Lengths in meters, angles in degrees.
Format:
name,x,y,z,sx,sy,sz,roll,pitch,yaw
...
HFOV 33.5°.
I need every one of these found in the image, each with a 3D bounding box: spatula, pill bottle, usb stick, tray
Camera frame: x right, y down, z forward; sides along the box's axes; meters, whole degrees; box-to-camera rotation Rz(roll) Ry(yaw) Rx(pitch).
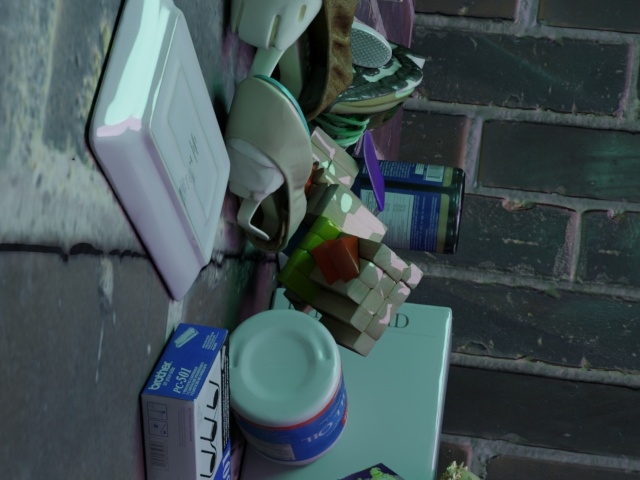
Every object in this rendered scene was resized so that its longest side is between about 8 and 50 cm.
name,x,y,z,sx,sy,sz,roll,pitch,yaw
spatula,0.067,-0.007,1.388,0.084,0.030,0.297,-83,174,-54
pill bottle,0.088,-0.052,1.483,0.123,0.219,0.123,7,90,-82
usb stick,0.063,-0.158,1.861,0.278,0.045,0.077,21,75,-82
tray,-0.104,-0.067,0.770,0.270,0.030,0.145,80,19,-65
pill bottle,-0.033,0.168,1.135,0.221,0.124,0.124,80,18,-64

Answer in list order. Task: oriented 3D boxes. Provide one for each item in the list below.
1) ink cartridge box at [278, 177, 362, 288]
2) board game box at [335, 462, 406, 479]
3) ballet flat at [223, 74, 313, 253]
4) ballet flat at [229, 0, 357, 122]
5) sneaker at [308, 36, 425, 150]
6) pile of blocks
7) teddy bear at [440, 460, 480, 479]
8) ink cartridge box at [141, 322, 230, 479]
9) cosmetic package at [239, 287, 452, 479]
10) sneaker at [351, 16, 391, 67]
name,x,y,z,sx,sy,sz,roll,pitch,yaw
ink cartridge box,0.000,0.000,1.360,0.092,0.089,0.143,84,15,-58
board game box,-0.036,0.389,1.002,0.208,0.056,0.347,-11,122,-49
ballet flat,-0.053,-0.058,1.000,0.248,0.086,0.086,82,16,-65
ballet flat,-0.032,-0.205,0.986,0.124,0.116,0.342,-60,168,-19
sneaker,0.041,-0.176,1.409,0.410,0.158,0.182,-42,156,-71
pile of blocks,-0.014,-0.016,1.181,0.112,0.149,0.362,40,14,-29
teddy bear,0.157,0.422,1.214,0.245,0.113,0.338,-74,161,-80
ink cartridge box,-0.108,0.181,0.882,0.097,0.046,0.207,-68,164,-58
cosmetic package,0.024,0.304,1.284,0.161,0.230,0.453,77,20,-66
sneaker,0.025,-0.256,1.239,0.051,0.134,0.070,-48,-149,41
